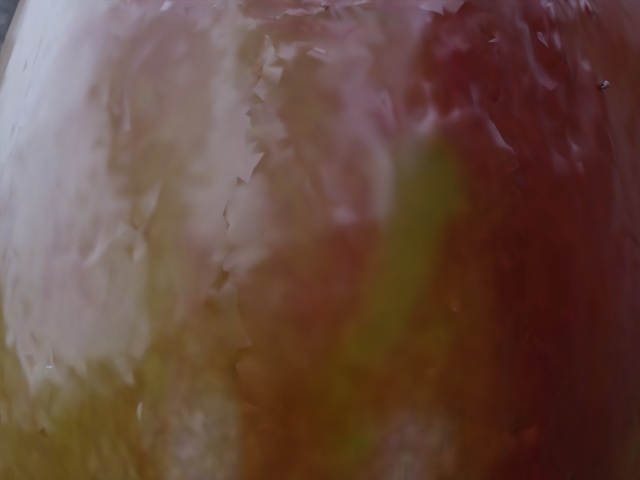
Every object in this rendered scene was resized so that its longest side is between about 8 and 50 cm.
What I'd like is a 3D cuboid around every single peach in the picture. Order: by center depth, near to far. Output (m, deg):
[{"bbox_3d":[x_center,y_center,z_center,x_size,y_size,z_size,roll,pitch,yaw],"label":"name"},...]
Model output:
[{"bbox_3d":[0.002,0.000,0.585,0.290,0.373,0.372,-4,-6,31],"label":"peach"}]
